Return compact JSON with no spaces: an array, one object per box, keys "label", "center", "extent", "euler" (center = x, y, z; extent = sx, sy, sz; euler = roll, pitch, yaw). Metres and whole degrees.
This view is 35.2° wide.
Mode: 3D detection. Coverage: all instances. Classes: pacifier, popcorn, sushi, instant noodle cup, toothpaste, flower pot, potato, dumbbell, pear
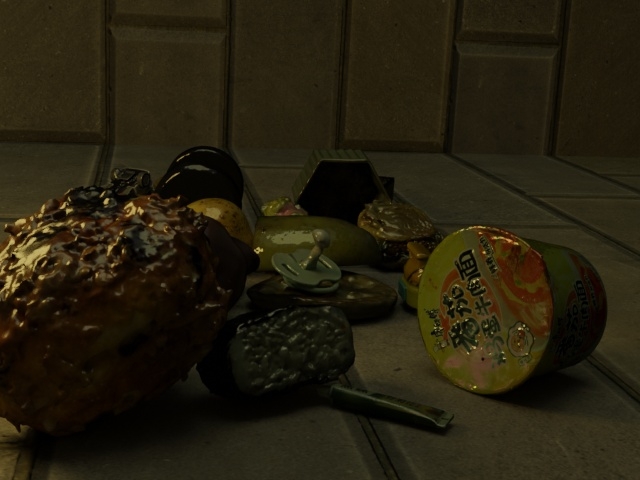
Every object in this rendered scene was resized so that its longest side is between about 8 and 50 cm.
[{"label":"pacifier","center":[-0.012,0.035,1.848],"extent":[0.150,0.117,0.127],"euler":[-2,37,-46]},{"label":"popcorn","center":[-0.083,-0.039,2.349],"extent":[0.125,0.126,0.145],"euler":[0,17,-41]},{"label":"sushi","center":[-0.068,0.158,1.462],"extent":[0.225,0.124,0.127],"euler":[-12,1,-33]},{"label":"instant noodle cup","center":[0.310,0.108,1.586],"extent":[0.200,0.264,0.264],"euler":[3,10,-44]},{"label":"toothpaste","center":[0.087,0.233,1.427],"extent":[0.204,0.031,0.049],"euler":[10,16,23]},{"label":"flower pot","center":[0.048,-0.112,2.490],"extent":[0.209,0.239,0.189],"euler":[-30,15,3]},{"label":"potato","center":[0.000,0.000,2.109],"extent":[0.255,0.112,0.269],"euler":[-1,6,5]},{"label":"dumbbell","center":[-0.288,-0.107,2.417],"extent":[0.203,0.204,0.322],"euler":[2,14,-4]},{"label":"pear","center":[-0.222,-0.006,2.128],"extent":[0.178,0.178,0.178],"euler":[3,13,-1]}]

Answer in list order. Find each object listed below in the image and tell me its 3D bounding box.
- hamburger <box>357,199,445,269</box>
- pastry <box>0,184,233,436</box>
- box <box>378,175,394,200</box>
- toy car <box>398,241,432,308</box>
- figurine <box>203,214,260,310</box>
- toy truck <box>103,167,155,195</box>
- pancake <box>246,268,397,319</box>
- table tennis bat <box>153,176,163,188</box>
[{"label":"hamburger","center":[0.179,0.002,2.284],"extent":[0.183,0.130,0.206],"euler":[-3,33,-19]},{"label":"pastry","center":[-0.291,0.075,1.371],"extent":[0.337,0.292,0.405],"euler":[-18,15,4]},{"label":"box","center":[0.079,-0.123,2.819],"extent":[0.198,0.084,0.310],"euler":[6,14,15]},{"label":"toy car","center":[0.276,0.063,1.944],"extent":[0.248,0.142,0.200],"euler":[-1,15,-10]},{"label":"figurine","center":[-0.213,0.036,1.821],"extent":[0.218,0.206,0.365],"euler":[19,14,6]},{"label":"toy truck","center":[-0.472,-0.070,2.330],"extent":[0.110,0.116,0.216],"euler":[10,43,27]},{"label":"pancake","center":[0.003,0.103,1.923],"extent":[0.294,0.049,0.294],"euler":[4,10,-1]},{"label":"table tennis bat","center":[-0.406,-0.116,2.763],"extent":[0.198,0.050,0.321],"euler":[-1,17,-20]}]
